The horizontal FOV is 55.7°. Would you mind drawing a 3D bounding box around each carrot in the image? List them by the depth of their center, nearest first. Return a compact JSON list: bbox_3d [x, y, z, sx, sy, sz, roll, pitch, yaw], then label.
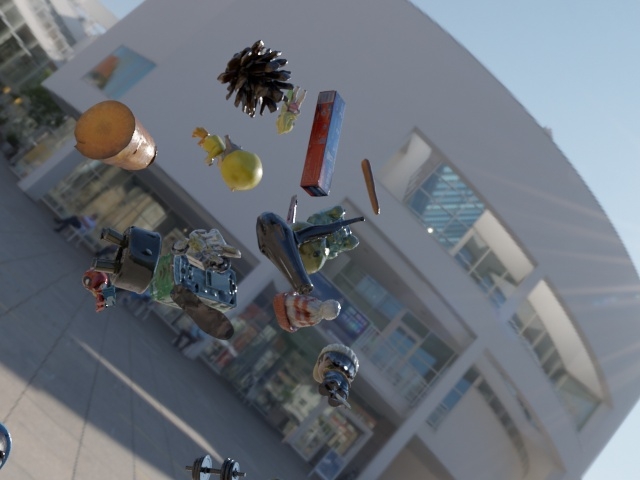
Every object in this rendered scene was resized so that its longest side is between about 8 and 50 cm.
[{"bbox_3d":[-0.615,-0.297,1.879,0.196,0.196,0.254,41,-4,14],"label":"carrot"},{"bbox_3d":[0.212,-0.226,2.536,0.043,0.043,0.248,133,-55,-76],"label":"carrot"}]

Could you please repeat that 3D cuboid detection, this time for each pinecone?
[{"bbox_3d":[-0.183,-0.476,1.815,0.202,0.229,0.201,-14,-77,40],"label":"pinecone"}]

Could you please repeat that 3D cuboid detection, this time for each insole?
[{"bbox_3d":[-0.290,0.176,1.481,0.188,0.064,0.004,40,-14,2],"label":"insole"}]

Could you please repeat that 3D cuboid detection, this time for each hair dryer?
[{"bbox_3d":[0.000,0.000,1.808,0.304,0.359,0.120,54,-28,37],"label":"hair dryer"}]

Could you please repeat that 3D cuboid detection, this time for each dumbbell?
[{"bbox_3d":[-0.346,0.759,1.994,0.208,0.099,0.099,2,-28,13],"label":"dumbbell"}]

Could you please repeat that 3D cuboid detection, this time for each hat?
[{"bbox_3d":[-0.029,0.178,1.551,0.162,0.093,0.112,-1,-61,30],"label":"hat"}]

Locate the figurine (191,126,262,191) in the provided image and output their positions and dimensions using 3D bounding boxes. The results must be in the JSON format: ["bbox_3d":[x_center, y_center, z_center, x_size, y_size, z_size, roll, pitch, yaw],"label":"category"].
[{"bbox_3d":[-0.405,-0.357,2.629,0.343,0.187,0.215,41,10,14],"label":"figurine"}]

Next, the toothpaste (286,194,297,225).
[{"bbox_3d":[-0.101,-0.070,2.037,0.028,0.170,0.045,12,-11,-19],"label":"toothpaste"}]

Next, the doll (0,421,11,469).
[{"bbox_3d":[-0.699,0.434,1.183,0.314,0.177,0.141,0,-70,64],"label":"doll"}]

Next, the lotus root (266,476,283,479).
[{"bbox_3d":[-0.071,0.820,1.681,0.175,0.175,0.350,17,-39,61],"label":"lotus root"}]

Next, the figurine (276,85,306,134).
[{"bbox_3d":[-0.109,-0.466,2.180,0.083,0.187,0.083,28,6,-3],"label":"figurine"}]

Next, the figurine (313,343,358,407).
[{"bbox_3d":[0.075,0.549,2.509,0.185,0.204,0.332,53,-4,-9],"label":"figurine"}]

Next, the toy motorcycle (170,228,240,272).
[{"bbox_3d":[-0.351,0.024,1.887,0.228,0.151,0.074,17,-40,27],"label":"toy motorcycle"}]

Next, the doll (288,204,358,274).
[{"bbox_3d":[-0.022,0.003,1.973,0.161,0.260,0.177,-13,-76,44],"label":"doll"}]

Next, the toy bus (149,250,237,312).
[{"bbox_3d":[-0.502,0.174,2.361,0.199,0.184,0.343,-24,-33,30],"label":"toy bus"}]

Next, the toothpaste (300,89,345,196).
[{"bbox_3d":[0.010,-0.290,1.805,0.066,0.321,0.076,1,-22,29],"label":"toothpaste"}]

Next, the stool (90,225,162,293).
[{"bbox_3d":[-0.480,0.055,1.476,0.139,0.228,0.153,19,41,-26],"label":"stool"}]

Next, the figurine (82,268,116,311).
[{"bbox_3d":[-0.622,0.129,1.708,0.140,0.075,0.068,54,-34,30],"label":"figurine"}]

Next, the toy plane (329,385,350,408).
[{"bbox_3d":[0.061,0.478,1.827,0.084,0.024,0.077,49,23,27],"label":"toy plane"}]
